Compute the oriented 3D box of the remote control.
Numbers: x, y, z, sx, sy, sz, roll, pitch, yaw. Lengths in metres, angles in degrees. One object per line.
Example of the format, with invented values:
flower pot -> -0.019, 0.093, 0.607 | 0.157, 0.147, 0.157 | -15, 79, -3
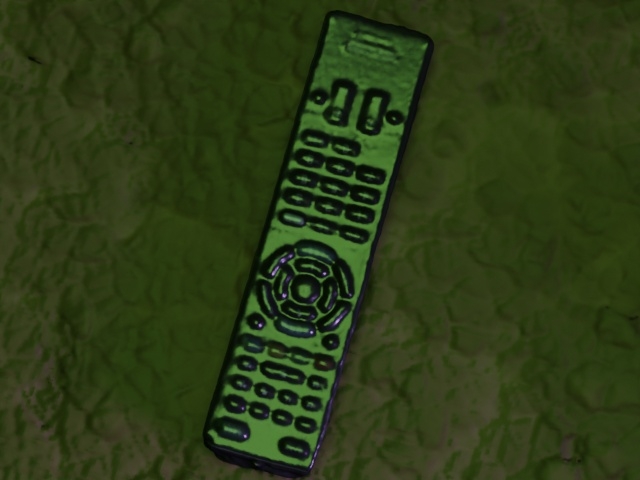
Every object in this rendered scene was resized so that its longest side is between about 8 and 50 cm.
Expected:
remote control -> 0.000, 0.000, 0.999 | 0.063, 0.025, 0.245 | 16, 78, 6
